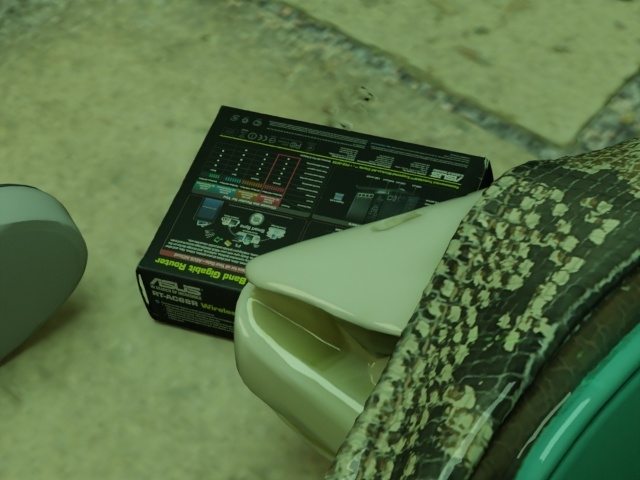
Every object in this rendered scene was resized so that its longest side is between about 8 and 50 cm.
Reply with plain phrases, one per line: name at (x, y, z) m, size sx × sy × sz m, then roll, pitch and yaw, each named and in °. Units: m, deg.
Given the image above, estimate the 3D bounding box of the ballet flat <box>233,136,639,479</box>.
ballet flat at (0.005, 0.107, 0.446) m, size 0.182 × 0.164 × 0.483 m, roll 23°, pitch 61°, yaw 25°

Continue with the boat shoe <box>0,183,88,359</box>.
boat shoe at (-0.225, 0.033, 0.574) m, size 0.268 × 0.096 × 0.088 m, roll -27°, pitch 58°, yaw -5°

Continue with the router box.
router box at (0.000, 0.000, 0.604) m, size 0.122 × 0.038 × 0.092 m, roll 13°, pitch 54°, yaw 16°
